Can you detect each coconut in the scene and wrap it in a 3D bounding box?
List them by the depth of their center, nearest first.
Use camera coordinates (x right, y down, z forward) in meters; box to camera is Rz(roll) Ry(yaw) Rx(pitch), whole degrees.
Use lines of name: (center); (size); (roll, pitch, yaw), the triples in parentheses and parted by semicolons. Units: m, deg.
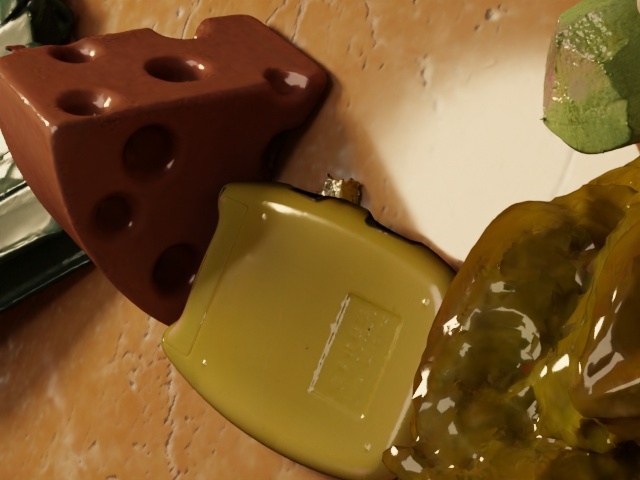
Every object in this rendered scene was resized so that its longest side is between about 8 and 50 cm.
coconut: (0.157, -0.090, 0.920); (0.083, 0.081, 0.082); (42, 141, 35)

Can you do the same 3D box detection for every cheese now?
cheese: (-0.113, -0.041, 1.188); (0.128, 0.203, 0.177); (40, 135, 46)

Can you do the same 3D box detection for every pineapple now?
pineapple: (0.000, 0.000, 1.101); (0.045, 0.019, 0.083); (-2, 74, 46)

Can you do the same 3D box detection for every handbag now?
handbag: (-0.293, -0.075, 1.393); (0.238, 0.089, 0.326); (-29, 49, 19)

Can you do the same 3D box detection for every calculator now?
calculator: (-0.007, 0.051, 1.057); (0.236, 0.033, 0.157); (25, 94, 42)

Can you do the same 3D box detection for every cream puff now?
cream puff: (0.184, 0.050, 0.684); (0.324, 0.257, 0.291); (-12, 68, 46)

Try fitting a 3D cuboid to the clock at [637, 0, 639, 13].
clock: (0.232, -0.122, 0.782); (0.229, 0.155, 0.063); (107, 158, -52)
